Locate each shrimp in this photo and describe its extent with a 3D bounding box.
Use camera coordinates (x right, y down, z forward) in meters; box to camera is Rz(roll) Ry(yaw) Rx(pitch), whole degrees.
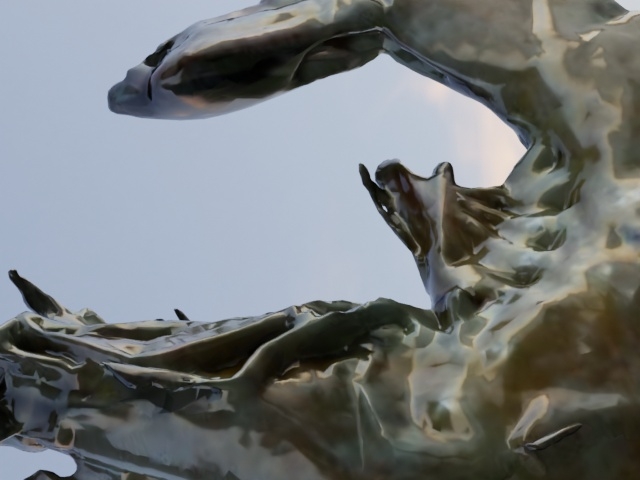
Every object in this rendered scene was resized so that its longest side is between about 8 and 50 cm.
[{"bbox_3d":[0.000,0.000,0.555,0.085,0.360,0.247,74,-171,-63],"label":"shrimp"}]
